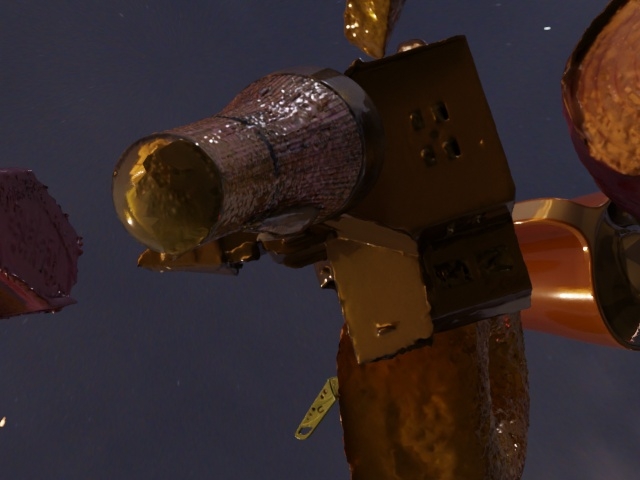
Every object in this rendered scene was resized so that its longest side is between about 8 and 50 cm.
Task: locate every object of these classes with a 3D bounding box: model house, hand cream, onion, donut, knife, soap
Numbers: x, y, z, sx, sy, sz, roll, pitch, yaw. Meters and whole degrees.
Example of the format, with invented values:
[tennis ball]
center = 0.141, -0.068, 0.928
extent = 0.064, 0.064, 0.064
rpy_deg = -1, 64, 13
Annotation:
[model house]
center = 0.000, 0.000, 0.669
extent = 0.248, 0.181, 0.176
rpy_deg = -17, -103, 4
[hand cream]
center = -0.030, -0.036, 0.449
extent = 0.084, 0.203, 0.084
rpy_deg = 3, -79, 15
[onion]
center = 0.357, -0.118, 0.871
extent = 0.230, 0.256, 0.272
rpy_deg = 23, -120, -48
[donut]
center = 0.108, 0.113, 0.845
extent = 0.108, 0.277, 0.277
rpy_deg = -4, -78, 21
[knife]
center = 0.022, 0.188, 1.312
extent = 0.030, 0.014, 0.207
rpy_deg = 46, -64, 29
[soap]
center = -0.410, 0.002, 1.281
extent = 0.112, 0.289, 0.182
rpy_deg = -11, -121, 7

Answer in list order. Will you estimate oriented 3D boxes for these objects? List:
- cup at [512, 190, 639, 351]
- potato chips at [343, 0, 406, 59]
[cup]
center = 0.263, 0.024, 1.157
extent = 0.226, 0.264, 0.182
rpy_deg = 36, -116, -34
[potato chips]
center = 0.063, -0.322, 0.795
extent = 0.057, 0.407, 0.080
rpy_deg = 22, -127, 12
